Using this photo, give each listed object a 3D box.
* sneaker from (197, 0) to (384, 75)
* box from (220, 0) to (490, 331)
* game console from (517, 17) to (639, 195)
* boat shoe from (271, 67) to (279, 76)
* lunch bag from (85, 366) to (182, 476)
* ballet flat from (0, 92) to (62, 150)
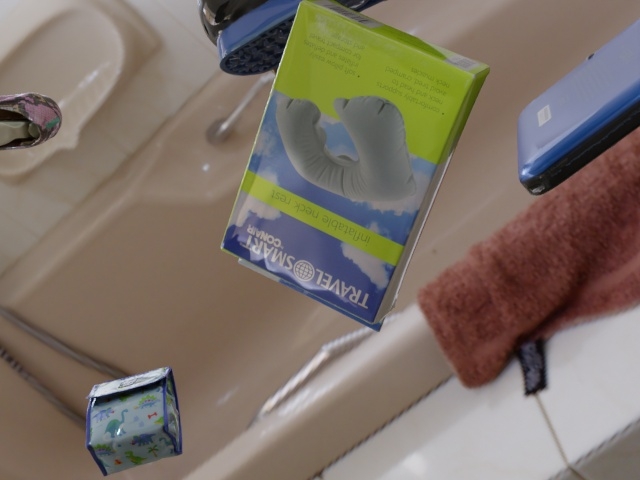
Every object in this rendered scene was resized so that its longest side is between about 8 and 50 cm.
[{"bbox_3d":[0.015,-0.201,0.677,0.232,0.081,0.090,-25,75,16],"label":"sneaker"},{"bbox_3d":[0.013,-0.036,0.582,0.042,0.109,0.178,-35,-32,-62],"label":"box"},{"bbox_3d":[0.308,-0.092,0.814,0.250,0.173,0.293,-38,6,18],"label":"game console"},{"bbox_3d":[-0.044,-0.260,1.225,0.105,0.285,0.089,-39,44,13],"label":"boat shoe"},{"bbox_3d":[-0.282,0.260,1.523,0.129,0.096,0.151,-14,38,1],"label":"lunch bag"},{"bbox_3d":[-0.413,-0.130,1.169,0.222,0.076,0.079,-4,20,6],"label":"ballet flat"}]
